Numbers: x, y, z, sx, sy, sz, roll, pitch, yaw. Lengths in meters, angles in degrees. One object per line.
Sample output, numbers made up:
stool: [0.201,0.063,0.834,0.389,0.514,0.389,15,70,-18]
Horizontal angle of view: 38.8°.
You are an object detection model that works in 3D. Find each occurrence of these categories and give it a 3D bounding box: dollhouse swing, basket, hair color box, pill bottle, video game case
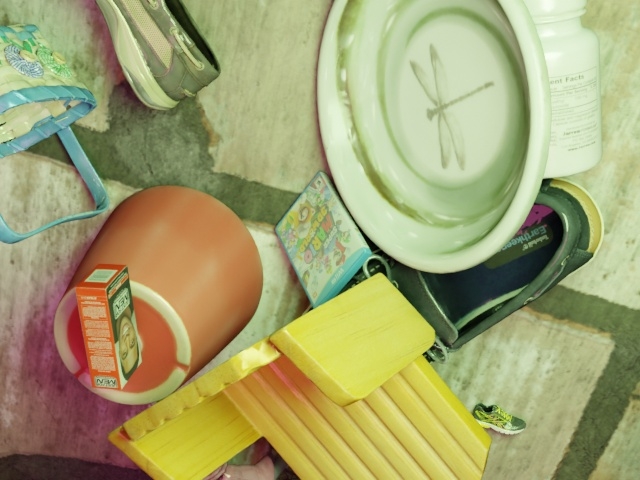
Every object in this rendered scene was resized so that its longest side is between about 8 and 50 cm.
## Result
dollhouse swing: [-0.009,0.263,1.148,0.347,0.315,0.305,-33,86,35]
basket: [-0.416,-0.146,1.228,0.201,0.255,0.289,-22,95,18]
hair color box: [-0.263,0.107,1.134,0.043,0.072,0.141,2,114,11]
pill bottle: [0.276,-0.203,1.116,0.131,0.131,0.229,-3,112,14]
video game case: [0.000,0.000,1.263,0.015,0.166,0.119,16,124,-41]

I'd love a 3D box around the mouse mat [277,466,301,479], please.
mouse mat: [0.017,0.415,1.513,0.190,0.007,0.152,44,115,-9]

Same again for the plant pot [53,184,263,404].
plant pot: [-0.237,0.089,1.296,0.275,0.243,0.275,4,114,10]

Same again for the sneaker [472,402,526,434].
sneaker: [0.271,0.269,1.377,0.083,0.031,0.035,8,114,9]

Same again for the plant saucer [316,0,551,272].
plant saucer: [0.146,-0.164,1.103,0.400,0.101,0.400,25,121,50]

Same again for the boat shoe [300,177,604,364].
boat shoe: [0.142,0.073,1.228,0.500,0.156,0.186,-31,80,20]

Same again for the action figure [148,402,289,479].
action figure: [-0.195,0.410,1.424,0.248,0.275,0.370,7,129,17]

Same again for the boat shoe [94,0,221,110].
boat shoe: [-0.234,-0.349,1.182,0.130,0.132,0.355,-19,117,9]
